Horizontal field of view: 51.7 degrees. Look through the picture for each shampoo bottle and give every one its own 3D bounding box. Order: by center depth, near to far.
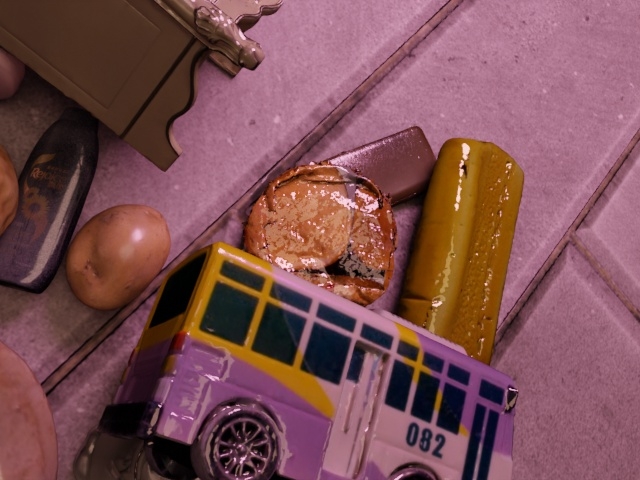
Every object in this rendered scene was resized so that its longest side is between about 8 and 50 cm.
[{"bbox_3d":[-0.332,-0.053,0.809,0.087,0.049,0.233,13,72,8],"label":"shampoo bottle"}]

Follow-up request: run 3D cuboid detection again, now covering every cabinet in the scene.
[{"bbox_3d":[-0.206,-0.308,0.776,0.318,0.227,0.290,38,39,-15],"label":"cabinet"}]

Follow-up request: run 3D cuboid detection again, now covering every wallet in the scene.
[{"bbox_3d":[0.096,-0.103,1.032,0.198,0.031,0.110,-24,89,-26],"label":"wallet"}]

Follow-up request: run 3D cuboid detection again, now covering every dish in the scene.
[{"bbox_3d":[-0.176,0.259,0.808,0.224,0.078,0.246,16,73,-20],"label":"dish"}]

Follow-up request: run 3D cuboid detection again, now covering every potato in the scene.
[{"bbox_3d":[-0.244,0.018,0.813,0.112,0.112,0.147,36,74,-14],"label":"potato"}]

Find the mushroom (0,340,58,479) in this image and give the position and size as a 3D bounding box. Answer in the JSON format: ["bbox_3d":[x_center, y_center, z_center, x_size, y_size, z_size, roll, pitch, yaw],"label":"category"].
[{"bbox_3d":[-0.389,0.215,0.601,0.298,0.290,0.297,5,79,-24],"label":"mushroom"}]

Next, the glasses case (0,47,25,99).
[{"bbox_3d":[-0.488,-0.255,0.752,0.297,0.113,0.075,26,68,-17],"label":"glasses case"}]

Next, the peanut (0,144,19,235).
[{"bbox_3d":[-0.419,-0.049,0.744,0.159,0.109,0.140,-31,62,-4],"label":"peanut"}]

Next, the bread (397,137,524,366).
[{"bbox_3d":[0.206,0.027,1.008,0.166,0.112,0.383,24,72,-29],"label":"bread"}]

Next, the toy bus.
[{"bbox_3d":[0.008,0.191,0.760,0.440,0.209,0.249,26,65,-20],"label":"toy bus"}]

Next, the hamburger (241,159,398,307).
[{"bbox_3d":[0.000,0.000,0.916,0.231,0.107,0.230,1,82,-7],"label":"hamburger"}]
